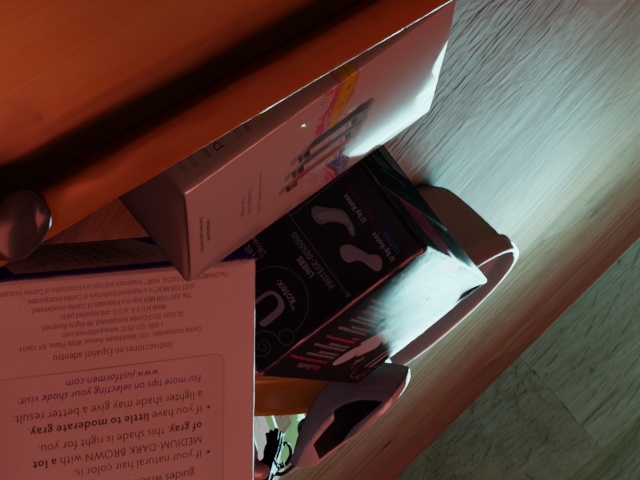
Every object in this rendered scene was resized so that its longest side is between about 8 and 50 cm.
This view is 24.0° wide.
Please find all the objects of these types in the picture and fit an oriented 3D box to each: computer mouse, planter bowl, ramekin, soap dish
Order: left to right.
[{"bbox_3d":[-0.060,-0.136,0.473,0.291,0.118,0.229,-34,133,-28],"label":"soap dish"},{"bbox_3d":[-0.036,0.093,1.343,0.217,0.090,0.217,-4,164,-1],"label":"planter bowl"},{"bbox_3d":[-0.001,0.151,1.251,0.193,0.042,0.106,-42,-174,32],"label":"computer mouse"},{"bbox_3d":[0.088,0.038,1.522,0.207,0.109,0.207,-37,164,-12],"label":"ramekin"}]

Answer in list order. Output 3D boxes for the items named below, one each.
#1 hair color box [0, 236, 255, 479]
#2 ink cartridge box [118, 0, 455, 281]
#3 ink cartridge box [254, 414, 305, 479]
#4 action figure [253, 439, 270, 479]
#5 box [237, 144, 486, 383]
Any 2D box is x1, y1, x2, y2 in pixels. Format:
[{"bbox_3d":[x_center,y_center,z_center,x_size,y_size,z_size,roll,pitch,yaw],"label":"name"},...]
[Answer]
[{"bbox_3d":[-0.141,0.173,0.884,0.185,0.339,0.110,-4,-171,-31],"label":"hair color box"},{"bbox_3d":[-0.039,-0.093,0.792,0.176,0.128,0.127,-37,165,-17],"label":"ink cartridge box"},{"bbox_3d":[-0.105,0.241,1.622,0.235,0.056,0.171,-57,148,-32],"label":"ink cartridge box"},{"bbox_3d":[-0.174,0.219,1.240,0.330,0.178,0.341,-28,158,26],"label":"action figure"},{"bbox_3d":[0.000,0.000,1.090,0.142,0.163,0.247,-39,165,8],"label":"box"}]
